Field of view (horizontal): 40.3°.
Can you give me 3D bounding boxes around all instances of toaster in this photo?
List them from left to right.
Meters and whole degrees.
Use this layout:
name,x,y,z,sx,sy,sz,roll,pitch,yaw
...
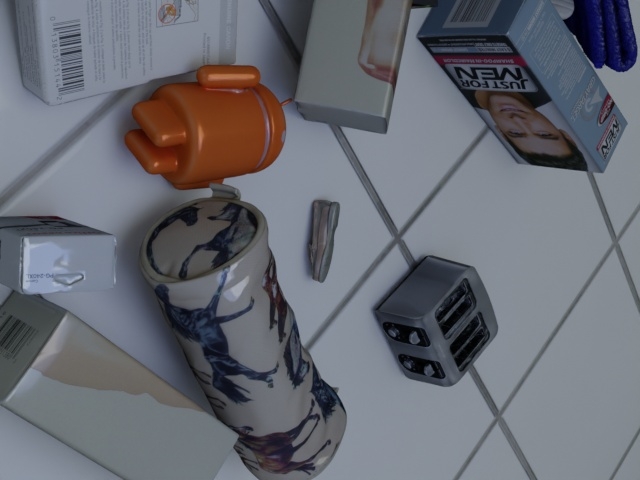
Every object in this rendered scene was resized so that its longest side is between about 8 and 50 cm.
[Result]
name,x,y,z,sx,sy,sz,roll,pitch,yaw
toaster,0.202,0.132,1.476,0.185,0.110,0.168,-44,125,-27

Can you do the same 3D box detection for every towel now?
name,x,y,z,sx,sy,sz,roll,pitch,yaw
towel,0.454,-0.426,1.502,0.308,0.076,0.228,-85,155,-64

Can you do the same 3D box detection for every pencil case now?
name,x,y,z,sx,sy,sz,roll,pitch,yaw
pencil case,-0.091,0.131,1.150,0.183,0.159,0.410,-68,146,-47

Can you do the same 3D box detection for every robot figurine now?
name,x,y,z,sx,sy,sz,roll,pitch,yaw
robot figurine,-0.134,-0.141,1.106,0.219,0.128,0.158,-13,103,-41

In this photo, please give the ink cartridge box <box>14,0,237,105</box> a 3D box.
name,x,y,z,sx,sy,sz,roll,pitch,yaw
ink cartridge box,-0.213,-0.321,0.981,0.261,0.066,0.296,-21,132,-36

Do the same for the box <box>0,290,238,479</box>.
name,x,y,z,sx,sy,sz,roll,pitch,yaw
box,-0.260,0.200,1.053,0.311,0.148,0.121,47,67,-39

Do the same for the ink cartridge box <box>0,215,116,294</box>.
name,x,y,z,sx,sy,sz,roll,pitch,yaw
ink cartridge box,-0.309,0.013,0.965,0.109,0.150,0.063,-2,100,-42

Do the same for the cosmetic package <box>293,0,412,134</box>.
name,x,y,z,sx,sy,sz,roll,pitch,yaw
cosmetic package,0.058,-0.310,1.201,0.153,0.129,0.296,10,92,-86

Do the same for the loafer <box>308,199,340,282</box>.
name,x,y,z,sx,sy,sz,roll,pitch,yaw
loafer,0.000,0.000,1.323,0.045,0.039,0.125,-9,111,-75

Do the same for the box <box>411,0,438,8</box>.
name,x,y,z,sx,sy,sz,roll,pitch,yaw
box,0.130,-0.381,1.325,0.062,0.083,0.052,-6,102,-41

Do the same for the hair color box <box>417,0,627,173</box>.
name,x,y,z,sx,sy,sz,roll,pitch,yaw
hair color box,0.349,-0.267,1.475,0.374,0.185,0.114,40,73,-39

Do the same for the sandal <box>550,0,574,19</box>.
name,x,y,z,sx,sy,sz,roll,pitch,yaw
sandal,0.312,-0.450,1.435,0.102,0.076,0.265,-15,69,-34
